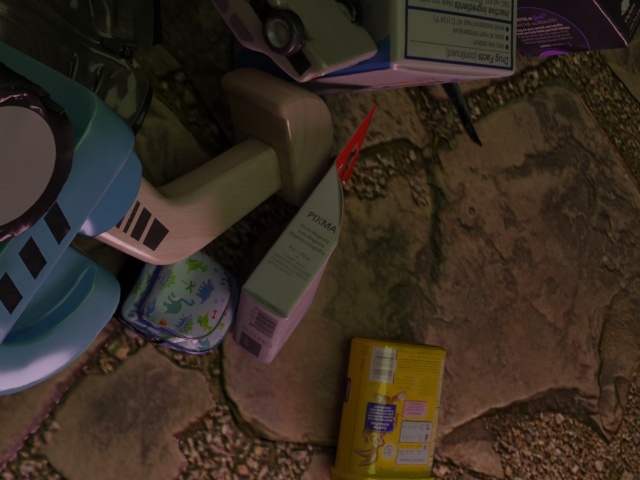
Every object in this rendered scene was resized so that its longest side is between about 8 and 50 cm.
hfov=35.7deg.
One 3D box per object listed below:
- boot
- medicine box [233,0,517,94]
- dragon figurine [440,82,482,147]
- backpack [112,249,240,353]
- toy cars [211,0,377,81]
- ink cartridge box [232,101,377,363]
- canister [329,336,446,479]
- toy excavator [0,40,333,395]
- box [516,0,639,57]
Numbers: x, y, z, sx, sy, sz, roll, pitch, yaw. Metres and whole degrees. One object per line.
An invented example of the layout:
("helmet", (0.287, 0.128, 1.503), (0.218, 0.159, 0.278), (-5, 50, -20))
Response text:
("boot", (-0.244, -0.257, 0.852), (0.222, 0.118, 0.338), (-2, 101, -43))
("medicine box", (0.044, -0.292, 0.947), (0.149, 0.263, 0.289), (-1, 94, -36))
("dragon figurine", (0.114, -0.246, 1.111), (0.144, 0.085, 0.289), (-6, 96, -36))
("backpack", (-0.133, 0.054, 0.956), (0.114, 0.084, 0.105), (35, 76, -36))
("toy cars", (-0.130, -0.245, 0.783), (0.393, 0.087, 0.176), (27, 47, -24))
("ink cartridge box", (0.000, 0.000, 0.990), (0.066, 0.189, 0.232), (37, 70, 7))
("canister", (0.080, 0.199, 1.129), (0.126, 0.073, 0.170), (10, 86, -36))
("toy excavator", (-0.203, -0.027, 0.774), (0.433, 0.222, 0.445), (-56, 150, -9))
("box", (0.255, -0.357, 1.156), (0.270, 0.165, 0.143), (39, 71, -32))
